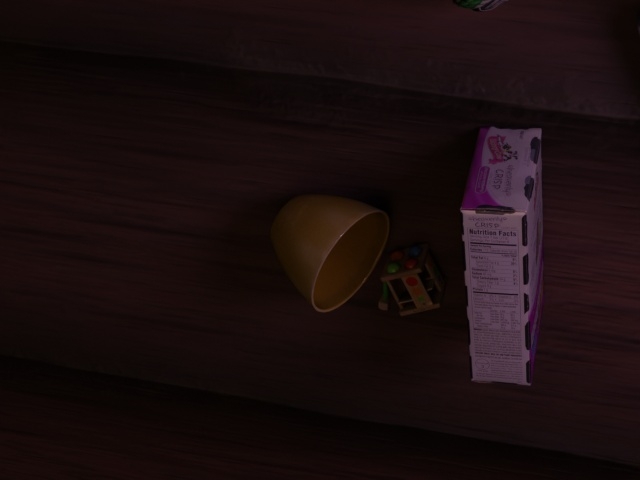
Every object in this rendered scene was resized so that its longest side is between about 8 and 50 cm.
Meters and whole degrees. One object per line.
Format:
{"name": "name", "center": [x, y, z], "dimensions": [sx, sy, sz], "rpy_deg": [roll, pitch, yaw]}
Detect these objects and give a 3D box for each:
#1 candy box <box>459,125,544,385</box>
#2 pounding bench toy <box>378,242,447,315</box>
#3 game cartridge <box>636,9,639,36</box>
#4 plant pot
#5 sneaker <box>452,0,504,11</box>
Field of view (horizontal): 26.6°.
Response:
{"name": "candy box", "center": [0.198, 0.017, 1.452], "dimensions": [0.071, 0.159, 0.233], "rpy_deg": [3, 126, 14]}
{"name": "pounding bench toy", "center": [0.094, 0.046, 1.574], "dimensions": [0.083, 0.052, 0.065], "rpy_deg": [-15, 120, 27]}
{"name": "game cartridge", "center": [0.507, -0.167, 1.283], "dimensions": [0.355, 0.068, 0.230], "rpy_deg": [-15, 117, 26]}
{"name": "plant pot", "center": [0.000, 0.000, 1.533], "dimensions": [0.095, 0.134, 0.134], "rpy_deg": [35, 134, 25]}
{"name": "sneaker", "center": [0.237, -0.285, 1.197], "dimensions": [0.146, 0.134, 0.343], "rpy_deg": [21, 156, -25]}
